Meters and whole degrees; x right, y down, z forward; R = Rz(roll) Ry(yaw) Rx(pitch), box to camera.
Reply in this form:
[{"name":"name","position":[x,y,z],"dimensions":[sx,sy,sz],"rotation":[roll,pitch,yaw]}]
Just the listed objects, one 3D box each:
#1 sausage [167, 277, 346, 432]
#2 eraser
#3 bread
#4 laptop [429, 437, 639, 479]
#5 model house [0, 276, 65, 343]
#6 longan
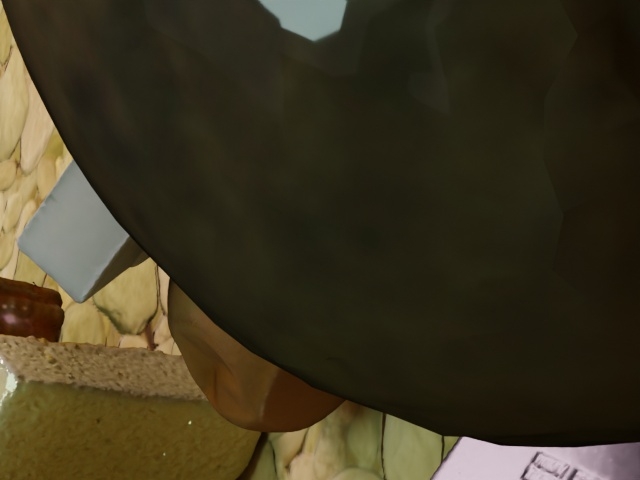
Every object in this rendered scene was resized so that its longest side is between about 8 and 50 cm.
[{"name":"sausage","position":[0.000,0.000,1.015],"dimensions":[0.241,0.120,0.136],"rotation":[-51,54,38]},{"name":"eraser","position":[-0.071,-0.058,1.072],"dimensions":[0.068,0.210,0.124],"rotation":[45,129,3]},{"name":"bread","position":[-0.135,0.127,1.135],"dimensions":[0.068,0.188,0.125],"rotation":[47,120,50]},{"name":"laptop","position":[0.136,0.094,0.795],"dimensions":[0.197,0.016,0.135],"rotation":[23,75,50]},{"name":"model house","position":[-0.222,0.136,1.244],"dimensions":[0.219,0.199,0.229],"rotation":[-135,61,-69]},{"name":"longan","position":[0.068,-0.152,0.699],"dimensions":[0.404,0.404,0.436],"rotation":[18,122,59]}]
